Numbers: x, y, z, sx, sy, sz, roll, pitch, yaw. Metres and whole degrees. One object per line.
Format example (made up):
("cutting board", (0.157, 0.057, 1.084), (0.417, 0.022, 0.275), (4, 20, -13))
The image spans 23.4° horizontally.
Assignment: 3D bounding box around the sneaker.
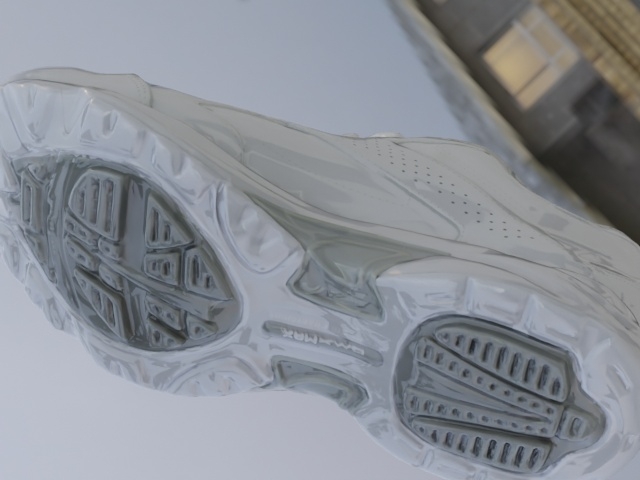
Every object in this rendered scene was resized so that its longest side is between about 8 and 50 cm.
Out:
("sneaker", (0.000, 0.000, 0.502), (0.232, 0.090, 0.115), (24, -149, 8))
